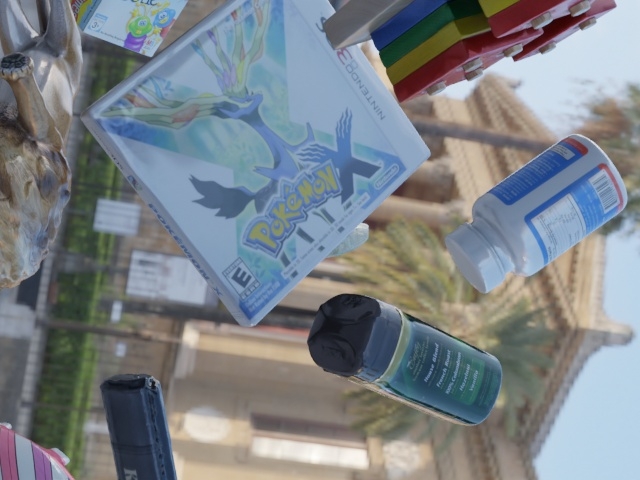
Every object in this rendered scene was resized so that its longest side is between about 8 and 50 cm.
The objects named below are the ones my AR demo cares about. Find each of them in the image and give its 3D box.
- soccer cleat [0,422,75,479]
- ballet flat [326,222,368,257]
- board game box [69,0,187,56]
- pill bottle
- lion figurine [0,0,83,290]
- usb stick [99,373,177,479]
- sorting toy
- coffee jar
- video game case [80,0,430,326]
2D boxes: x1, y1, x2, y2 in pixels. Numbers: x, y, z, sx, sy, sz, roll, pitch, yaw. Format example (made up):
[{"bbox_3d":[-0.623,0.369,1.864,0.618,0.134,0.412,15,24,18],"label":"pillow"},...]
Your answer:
[{"bbox_3d":[-0.165,0.201,0.670,0.095,0.248,0.083,-23,149,-57],"label":"soccer cleat"},{"bbox_3d":[0.000,0.000,1.683,0.057,0.168,0.052,50,-24,45],"label":"ballet flat"},{"bbox_3d":[-0.329,-0.414,1.639,0.275,0.144,0.142,46,-71,31],"label":"board game box"},{"bbox_3d":[0.276,-0.031,1.463,0.124,0.221,0.124,55,-7,11],"label":"pill bottle"},{"bbox_3d":[-0.306,-0.151,1.177,0.240,0.142,0.392,86,13,-47],"label":"lion figurine"},{"bbox_3d":[-0.191,0.281,1.252,0.045,0.077,0.278,-26,110,-59],"label":"usb stick"},{"bbox_3d":[0.178,-0.206,0.855,0.255,0.257,0.089,-28,-94,53],"label":"sorting toy"},{"bbox_3d":[0.080,0.112,1.060,0.096,0.184,0.079,7,-105,52],"label":"coffee jar"},{"bbox_3d":[-0.059,-0.119,1.287,0.329,0.300,0.036,-43,-163,-24],"label":"video game case"}]
